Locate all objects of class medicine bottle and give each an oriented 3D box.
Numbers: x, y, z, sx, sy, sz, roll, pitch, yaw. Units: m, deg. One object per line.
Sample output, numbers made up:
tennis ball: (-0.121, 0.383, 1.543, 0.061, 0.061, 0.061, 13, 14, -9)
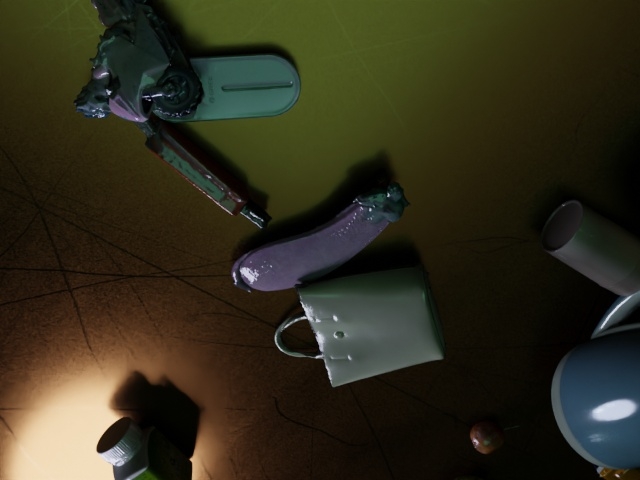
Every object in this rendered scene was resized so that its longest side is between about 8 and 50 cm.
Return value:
medicine bottle: (-0.341, 0.436, 1.554, 0.088, 0.132, 0.188, -34, 114, 12)

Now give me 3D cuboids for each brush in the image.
brush: (-0.211, -0.124, 1.321, 0.323, 0.070, 0.051, 41, 105, -19)

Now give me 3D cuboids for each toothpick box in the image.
toothpick box: (0.499, 0.015, 1.428, 0.181, 0.111, 0.111, 28, 111, -16)

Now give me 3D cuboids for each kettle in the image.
kettle: (0.596, 0.222, 1.406, 0.247, 0.319, 0.342, -1, 159, -18)

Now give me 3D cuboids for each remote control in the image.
remote control: (-0.155, -0.245, 1.271, 0.247, 0.052, 0.104, -3, 116, -3)

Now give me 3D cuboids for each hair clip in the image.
hair clip: (0.001, 0.001, 1.402, 0.359, 0.110, 0.095, -35, 74, 17)

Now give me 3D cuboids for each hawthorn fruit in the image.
hawthorn fruit: (0.358, 0.395, 1.638, 0.103, 0.067, 0.066, -29, 116, -4)

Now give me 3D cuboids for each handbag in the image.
handbag: (0.065, 0.166, 1.471, 0.316, 0.109, 0.241, -15, 118, 7)

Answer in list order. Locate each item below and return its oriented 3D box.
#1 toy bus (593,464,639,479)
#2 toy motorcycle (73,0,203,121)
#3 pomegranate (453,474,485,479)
toy bus: (0.658, 0.473, 1.671, 0.201, 0.114, 0.098, 32, 109, -19)
toy motorcycle: (-0.302, -0.267, 1.192, 0.204, 0.239, 0.108, -28, 158, 16)
pomegranate: (0.327, 0.558, 1.697, 0.114, 0.114, 0.142, -39, 143, 14)
